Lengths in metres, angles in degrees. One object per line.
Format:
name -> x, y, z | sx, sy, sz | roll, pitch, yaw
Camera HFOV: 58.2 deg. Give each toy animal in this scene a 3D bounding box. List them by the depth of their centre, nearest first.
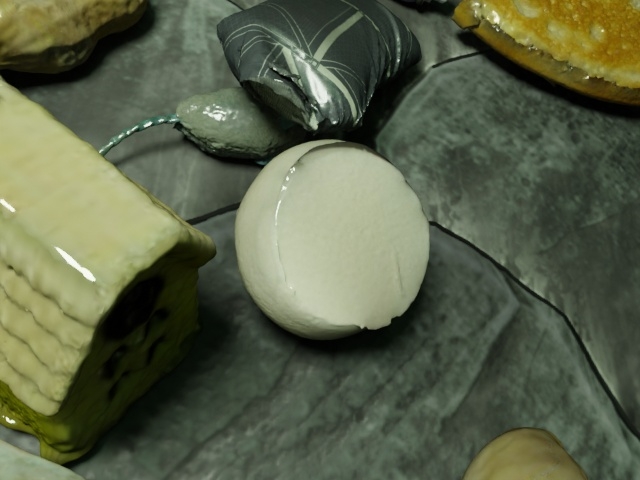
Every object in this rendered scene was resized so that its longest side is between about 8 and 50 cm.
toy animal -> -0.123, -0.103, 0.564 | 0.253, 0.070, 0.079 | -18, 56, -21

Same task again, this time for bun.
bun -> 0.000, 0.000, 0.511 | 0.173, 0.120, 0.172 | 3, 84, -31

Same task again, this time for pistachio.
pistachio -> 0.150, 0.230, 0.439 | 0.124, 0.124, 0.185 | 39, 66, 6

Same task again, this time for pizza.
pizza -> 0.335, -0.292, 0.781 | 0.324, 0.089, 0.223 | 19, 65, -7

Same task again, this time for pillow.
pillow -> 0.008, -0.197, 0.596 | 0.162, 0.092, 0.335 | 29, 34, 7

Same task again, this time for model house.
model house -> -0.190, 0.016, 0.383 | 0.193, 0.234, 0.175 | 38, 60, 7

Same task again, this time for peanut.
peanut -> -0.262, -0.229, 0.578 | 0.099, 0.099, 0.214 | 36, 55, 5

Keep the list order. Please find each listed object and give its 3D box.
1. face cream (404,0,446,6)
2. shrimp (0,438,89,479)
face cream -> 0.073, -0.380, 0.761 | 0.229, 0.075, 0.075 | 28, 59, -1
shrimp -> -0.251, 0.234, 0.348 | 0.360, 0.085, 0.247 | 39, 67, 2
